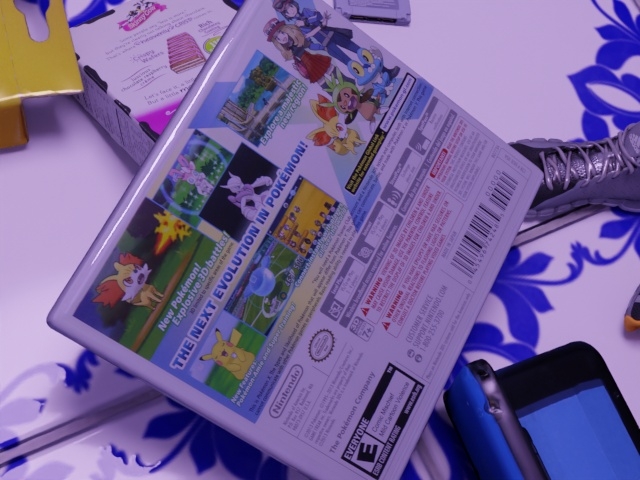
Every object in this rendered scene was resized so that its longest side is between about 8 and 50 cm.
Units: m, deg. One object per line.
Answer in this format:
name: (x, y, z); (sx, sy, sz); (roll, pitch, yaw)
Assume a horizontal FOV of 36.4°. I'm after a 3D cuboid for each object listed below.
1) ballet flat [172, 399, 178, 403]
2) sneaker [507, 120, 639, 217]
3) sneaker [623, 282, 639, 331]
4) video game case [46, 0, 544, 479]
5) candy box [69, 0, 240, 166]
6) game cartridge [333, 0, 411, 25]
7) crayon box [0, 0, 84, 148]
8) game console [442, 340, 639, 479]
ballet flat: (-0.083, 0.034, 0.838); (0.073, 0.080, 0.232); (13, 63, 4)
sneaker: (0.271, -0.086, 0.951); (0.228, 0.132, 0.086); (-3, 68, -16)
sneaker: (0.382, 0.113, 0.932); (0.215, 0.084, 0.083); (43, 73, 11)
video game case: (0.000, 0.000, 0.769); (0.300, 0.036, 0.329); (34, 73, -18)
candy box: (-0.106, -0.129, 0.864); (0.159, 0.071, 0.233); (-32, 59, -24)
game cartridge: (0.054, -0.257, 1.032); (0.083, 0.017, 0.056); (2, 70, -14)
crayon box: (-0.379, -0.168, 0.834); (0.318, 0.081, 0.202); (-11, 70, -16)
game console: (0.236, 0.217, 0.778); (0.173, 0.250, 0.293); (-24, 74, -5)
